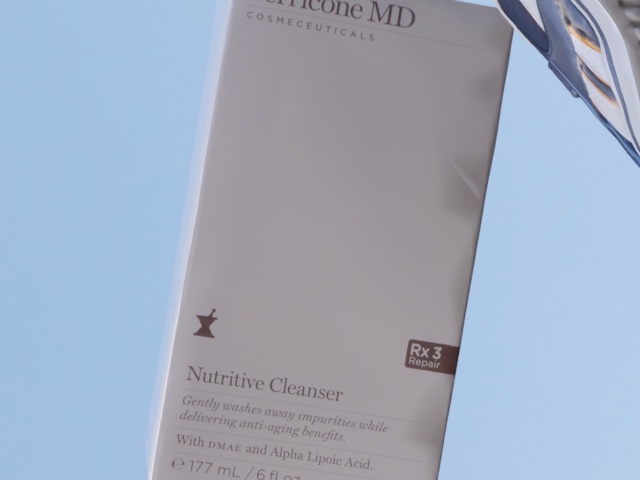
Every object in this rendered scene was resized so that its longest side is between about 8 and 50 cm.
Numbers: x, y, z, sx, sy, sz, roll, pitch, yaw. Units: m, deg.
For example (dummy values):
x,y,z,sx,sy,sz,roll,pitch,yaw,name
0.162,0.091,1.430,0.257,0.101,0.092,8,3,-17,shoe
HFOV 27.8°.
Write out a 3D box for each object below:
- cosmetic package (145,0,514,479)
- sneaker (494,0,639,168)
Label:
x,y,z,sx,sy,sz,roll,pitch,yaw,name
0.000,0.000,0.977,0.217,0.156,0.385,8,-87,-9,cosmetic package
0.199,-0.128,0.771,0.126,0.127,0.321,-33,-91,-3,sneaker
